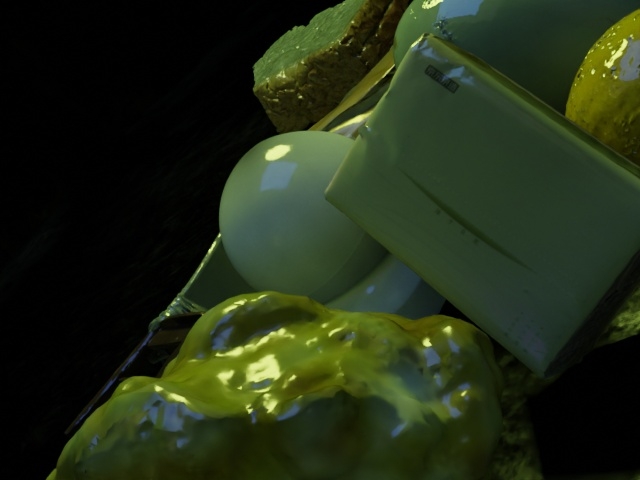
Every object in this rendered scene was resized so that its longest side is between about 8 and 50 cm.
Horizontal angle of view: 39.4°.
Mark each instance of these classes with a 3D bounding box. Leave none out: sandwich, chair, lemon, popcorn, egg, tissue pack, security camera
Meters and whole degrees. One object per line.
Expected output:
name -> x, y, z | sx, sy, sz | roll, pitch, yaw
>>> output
sandwich -> 0.004, -0.341, 1.707 | 0.325, 0.131, 0.262 | -22, 29, 39
chair -> -0.102, 0.126, 0.960 | 0.319, 0.160, 0.186 | -52, 20, -26
lemon -> 0.294, -0.109, 0.749 | 0.206, 0.173, 0.173 | -37, 22, 8
popcorn -> -0.042, 0.177, 0.612 | 0.334, 0.294, 0.292 | -27, 21, -12
egg -> 0.217, -0.193, 0.938 | 0.282, 0.203, 0.203 | 6, 27, -4
tissue pack -> 0.141, -0.030, 0.697 | 0.125, 0.234, 0.159 | -4, -49, -58
security camera -> 0.000, 0.000, 0.926 | 0.194, 0.236, 0.194 | -35, 23, 17

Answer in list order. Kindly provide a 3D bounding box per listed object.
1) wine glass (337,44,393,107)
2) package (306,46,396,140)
wine glass -> 0.088, -0.200, 1.348 | 0.222, 0.103, 0.103 | -51, 25, -25
package -> 0.077, -0.119, 1.123 | 0.311, 0.165, 0.221 | -38, 22, 6
